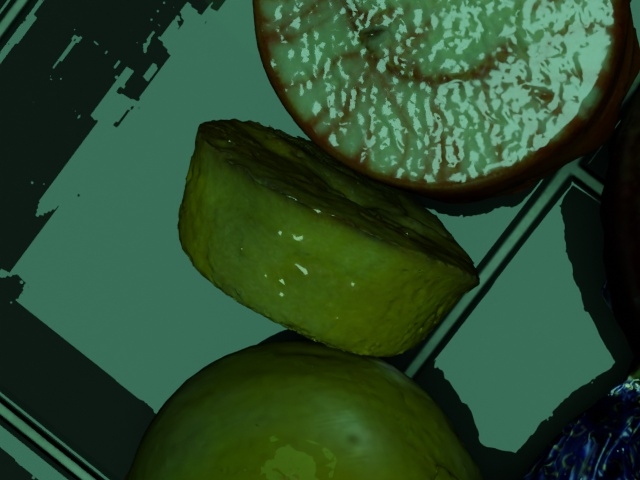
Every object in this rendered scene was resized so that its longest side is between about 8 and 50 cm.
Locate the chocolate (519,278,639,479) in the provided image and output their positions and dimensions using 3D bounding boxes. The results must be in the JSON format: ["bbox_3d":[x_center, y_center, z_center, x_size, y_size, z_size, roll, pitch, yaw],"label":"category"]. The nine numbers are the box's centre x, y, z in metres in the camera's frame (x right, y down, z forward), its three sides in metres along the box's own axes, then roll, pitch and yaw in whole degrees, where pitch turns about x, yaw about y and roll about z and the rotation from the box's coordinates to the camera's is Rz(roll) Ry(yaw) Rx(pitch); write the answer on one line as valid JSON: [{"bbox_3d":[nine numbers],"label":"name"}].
[{"bbox_3d":[0.288,0.101,1.147,0.148,0.126,0.343,16,82,43],"label":"chocolate"}]

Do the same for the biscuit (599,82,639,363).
[{"bbox_3d":[0.425,-0.010,1.083,0.407,0.091,0.407,1,83,-10],"label":"biscuit"}]

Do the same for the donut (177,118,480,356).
[{"bbox_3d":[0.000,0.000,1.095,0.277,0.277,0.108,27,103,5],"label":"donut"}]

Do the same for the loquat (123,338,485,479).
[{"bbox_3d":[0.010,0.242,1.057,0.359,0.328,0.328,-1,89,-5],"label":"loquat"}]

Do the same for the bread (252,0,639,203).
[{"bbox_3d":[0.098,-0.191,1.104,0.295,0.114,0.328,-29,83,11],"label":"bread"}]
